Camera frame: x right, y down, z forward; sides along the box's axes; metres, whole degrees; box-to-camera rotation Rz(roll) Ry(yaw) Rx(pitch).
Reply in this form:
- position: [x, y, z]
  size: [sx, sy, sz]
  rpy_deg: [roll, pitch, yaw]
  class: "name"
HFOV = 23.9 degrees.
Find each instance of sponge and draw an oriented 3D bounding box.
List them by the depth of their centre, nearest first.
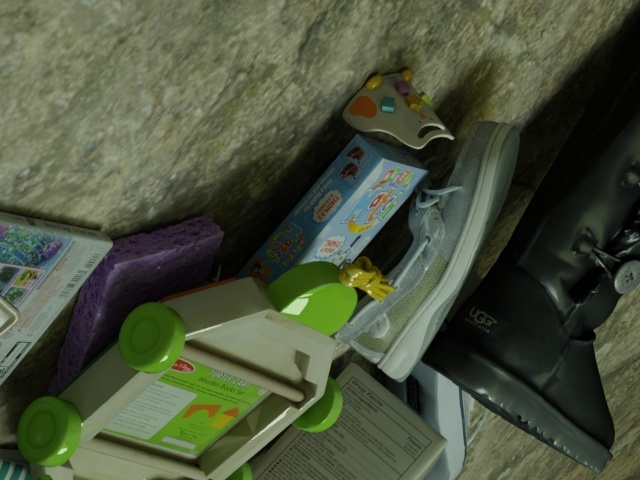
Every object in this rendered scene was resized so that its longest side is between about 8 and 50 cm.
- position: [-0.161, 0.071, 1.278]
  size: [0.117, 0.031, 0.210]
  rpy_deg: [-19, 146, -41]
  class: "sponge"

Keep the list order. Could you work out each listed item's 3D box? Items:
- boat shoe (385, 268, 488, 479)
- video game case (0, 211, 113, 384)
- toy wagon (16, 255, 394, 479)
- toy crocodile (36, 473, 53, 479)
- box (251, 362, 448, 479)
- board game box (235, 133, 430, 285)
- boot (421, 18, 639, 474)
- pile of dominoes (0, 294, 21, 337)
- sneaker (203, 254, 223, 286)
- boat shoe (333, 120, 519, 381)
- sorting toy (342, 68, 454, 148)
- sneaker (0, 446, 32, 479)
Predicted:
- position: [0.154, 0.150, 1.786]
  size: [0.156, 0.136, 0.367]
  rpy_deg: [-37, 145, -23]
  class: "boat shoe"
- position: [-0.245, 0.047, 1.128]
  size: [0.157, 0.019, 0.143]
  rpy_deg: [-50, 155, 14]
  class: "video game case"
- position: [-0.086, 0.120, 1.292]
  size: [0.344, 0.068, 0.267]
  rpy_deg: [-42, 146, 13]
  class: "toy wagon"
- position: [-0.338, 0.235, 1.113]
  size: [0.341, 0.115, 0.105]
  rpy_deg: [4, 132, -40]
  class: "toy crocodile"
- position: [-0.016, 0.297, 1.641]
  size: [0.311, 0.148, 0.121]
  rpy_deg: [-43, 165, -28]
  class: "box"
- position: [0.000, 0.000, 1.374]
  size: [0.211, 0.039, 0.160]
  rpy_deg: [-50, 165, 11]
  class: "board game box"
- position: [0.334, 0.015, 1.670]
  size: [0.445, 0.146, 0.367]
  rpy_deg: [-58, 145, -4]
  class: "boot"
- position: [-0.332, 0.056, 0.992]
  size: [0.196, 0.040, 0.251]
  rpy_deg: [-40, 143, -2]
  class: "pile of dominoes"
- position: [-0.103, 0.039, 1.323]
  size: [0.035, 0.031, 0.083]
  rpy_deg: [-33, 161, -49]
  class: "sneaker"
- position: [0.101, 0.006, 1.489]
  size: [0.118, 0.103, 0.320]
  rpy_deg: [-58, 174, -48]
  class: "boat shoe"
- position: [0.076, -0.107, 1.304]
  size: [0.083, 0.075, 0.045]
  rpy_deg: [-18, 145, -45]
  class: "sorting toy"
- position: [-0.268, 0.221, 1.296]
  size: [0.057, 0.075, 0.161]
  rpy_deg: [-52, 154, 17]
  class: "sneaker"
